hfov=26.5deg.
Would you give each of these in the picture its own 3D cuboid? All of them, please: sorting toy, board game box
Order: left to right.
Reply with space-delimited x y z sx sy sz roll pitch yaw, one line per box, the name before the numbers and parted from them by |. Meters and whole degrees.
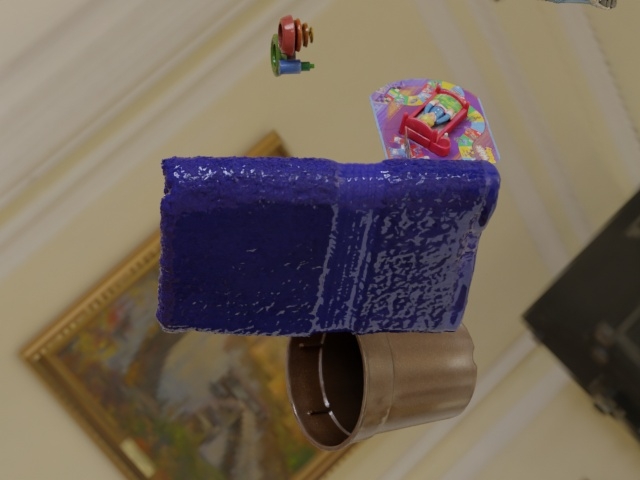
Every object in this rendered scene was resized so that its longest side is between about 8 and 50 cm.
sorting toy | -0.030 -0.223 1.594 0.102 0.042 0.061 124 -38 -70
board game box | 0.132 -0.137 1.542 0.033 0.133 0.168 101 -18 -49

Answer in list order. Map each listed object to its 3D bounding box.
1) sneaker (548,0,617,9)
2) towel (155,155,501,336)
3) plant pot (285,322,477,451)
sneaker | 0.176 -0.215 1.054 0.073 0.063 0.162 5 3 41
towel | 0.000 0.000 1.283 0.227 0.308 0.076 100 -14 -46
plant pot | 0.072 0.143 1.507 0.167 0.165 0.166 1 -89 58
